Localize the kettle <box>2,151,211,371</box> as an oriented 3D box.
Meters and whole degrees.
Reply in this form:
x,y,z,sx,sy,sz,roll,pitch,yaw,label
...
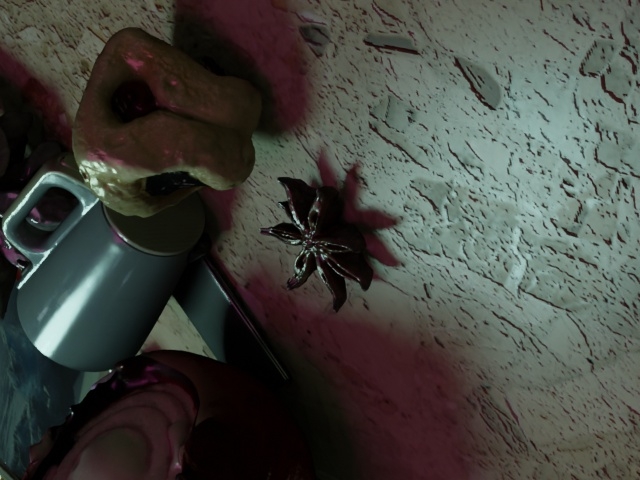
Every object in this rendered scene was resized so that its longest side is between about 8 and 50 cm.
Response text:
x,y,z,sx,sy,sz,roll,pitch,yaw,label
-0.249,0.009,1.431,0.211,0.160,0.243,31,137,-8,kettle

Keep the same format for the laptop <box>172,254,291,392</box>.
x,y,z,sx,sy,sz,roll,pitch,yaw,label
-0.107,0.103,1.473,0.180,0.016,0.129,54,148,4,laptop

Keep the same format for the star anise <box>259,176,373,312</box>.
x,y,z,sx,sy,sz,roll,pitch,yaw,label
0.002,0.001,1.209,0.141,0.042,0.141,32,137,35,star anise

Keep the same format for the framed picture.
x,y,z,sx,sy,sz,roll,pitch,yaw,label
-0.427,0.207,1.888,0.326,0.028,0.446,36,131,25,framed picture

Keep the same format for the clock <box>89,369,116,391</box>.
x,y,z,sx,sy,sz,roll,pitch,yaw,label
-0.200,0.296,1.704,0.228,0.090,0.247,36,144,31,clock

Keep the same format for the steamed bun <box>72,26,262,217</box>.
x,y,z,sx,sy,sz,roll,pitch,yaw,label
-0.130,-0.106,1.212,0.155,0.172,0.141,8,168,21,steamed bun

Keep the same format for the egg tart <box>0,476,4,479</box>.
x,y,z,sx,sy,sz,roll,pitch,yaw,label
-0.530,0.369,2.182,0.341,0.129,0.341,36,144,33,egg tart

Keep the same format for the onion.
x,y,z,sx,sy,sz,roll,pitch,yaw,label
-0.164,0.298,1.414,0.341,0.341,0.341,34,142,33,onion

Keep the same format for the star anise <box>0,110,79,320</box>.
x,y,z,sx,sy,sz,roll,pitch,yaw,label
-0.431,-0.056,1.597,0.360,0.139,0.315,7,94,21,star anise

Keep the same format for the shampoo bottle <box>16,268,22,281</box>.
x,y,z,sx,sy,sz,roll,pitch,yaw,label
-0.415,-0.029,1.718,0.314,0.076,0.118,47,132,17,shampoo bottle
